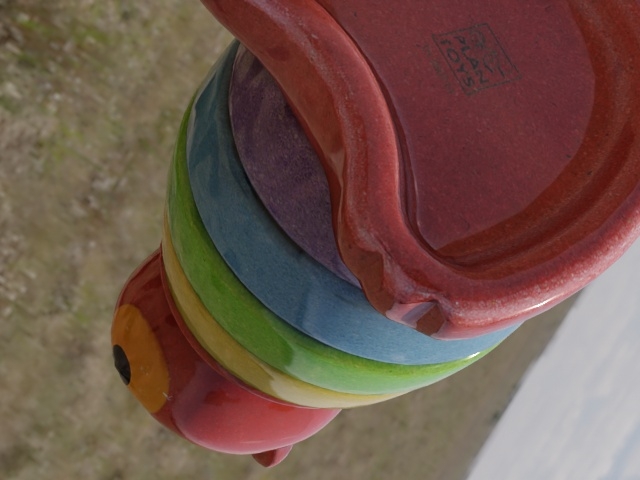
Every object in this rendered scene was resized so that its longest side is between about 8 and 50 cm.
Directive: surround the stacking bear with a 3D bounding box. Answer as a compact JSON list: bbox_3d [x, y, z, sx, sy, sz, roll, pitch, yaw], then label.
[{"bbox_3d":[0.000,0.000,0.564,0.164,0.175,0.289,-19,162,-32],"label":"stacking bear"}]
